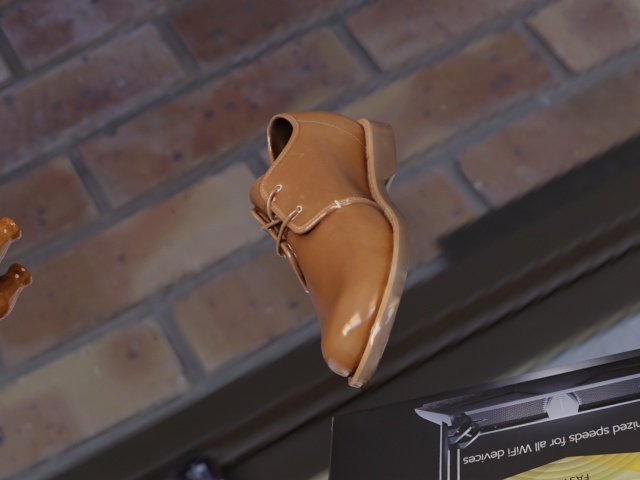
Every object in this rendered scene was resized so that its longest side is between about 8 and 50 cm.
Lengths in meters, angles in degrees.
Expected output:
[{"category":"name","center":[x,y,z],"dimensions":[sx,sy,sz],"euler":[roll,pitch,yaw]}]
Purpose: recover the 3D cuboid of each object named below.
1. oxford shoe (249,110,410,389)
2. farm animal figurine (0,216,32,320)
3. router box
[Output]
[{"category":"oxford shoe","center":[0.000,0.000,0.791],"dimensions":[0.076,0.212,0.076],"euler":[15,119,-14]},{"category":"farm animal figurine","center":[-0.390,0.000,1.107],"dimensions":[0.172,0.330,0.327],"euler":[-47,177,-35]},{"category":"router box","center":[0.156,0.177,0.909],"dimensions":[0.309,0.243,0.081],"euler":[-14,123,14]}]
